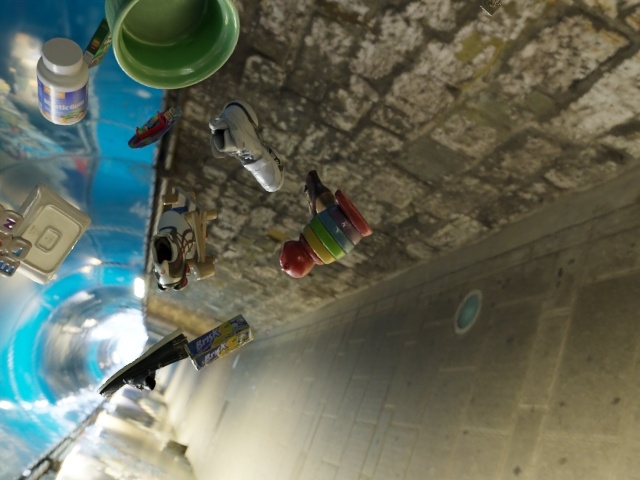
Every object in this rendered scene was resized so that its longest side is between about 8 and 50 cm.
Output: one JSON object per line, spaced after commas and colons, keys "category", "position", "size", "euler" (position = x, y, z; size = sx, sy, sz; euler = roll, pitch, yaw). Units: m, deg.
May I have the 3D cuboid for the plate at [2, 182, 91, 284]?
{"category": "plate", "position": [-0.889, -0.009, 2.064], "size": [0.277, 0.045, 0.278], "euler": [-58, -27, -12]}

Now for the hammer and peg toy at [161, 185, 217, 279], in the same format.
{"category": "hammer and peg toy", "position": [-0.445, -0.025, 2.262], "size": [0.361, 0.127, 0.265], "euler": [34, 125, 47]}

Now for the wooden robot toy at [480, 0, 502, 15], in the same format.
{"category": "wooden robot toy", "position": [0.292, -0.500, 1.210], "size": [0.076, 0.173, 0.079], "euler": [-23, 2, 6]}

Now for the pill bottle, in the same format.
{"category": "pill bottle", "position": [-0.808, -0.499, 2.005], "size": [0.272, 0.152, 0.152], "euler": [127, 164, -58]}

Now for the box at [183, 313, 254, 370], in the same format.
{"category": "box", "position": [-0.261, 0.261, 1.649], "size": [0.059, 0.169, 0.054], "euler": [48, 160, 41]}

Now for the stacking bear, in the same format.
{"category": "stacking bear", "position": [0.000, 0.000, 1.951], "size": [0.289, 0.164, 0.175], "euler": [-38, -8, 6]}

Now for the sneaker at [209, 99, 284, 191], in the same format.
{"category": "sneaker", "position": [-0.276, -0.314, 2.320], "size": [0.137, 0.365, 0.210], "euler": [-15, 21, 33]}

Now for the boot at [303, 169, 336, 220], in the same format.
{"category": "boot", "position": [-0.001, -0.084, 2.129], "size": [0.206, 0.090, 0.248], "euler": [-116, 26, -43]}

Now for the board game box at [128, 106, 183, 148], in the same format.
{"category": "board game box", "position": [-0.447, -0.308, 1.689], "size": [0.133, 0.033, 0.168], "euler": [4, 48, 38]}

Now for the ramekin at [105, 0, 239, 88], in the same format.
{"category": "ramekin", "position": [-0.358, -0.525, 1.516], "size": [0.148, 0.304, 0.303], "euler": [61, 138, 28]}

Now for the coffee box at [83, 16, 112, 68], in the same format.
{"category": "coffee box", "position": [-0.717, -0.652, 2.095], "size": [0.184, 0.040, 0.113], "euler": [-50, 13, 23]}

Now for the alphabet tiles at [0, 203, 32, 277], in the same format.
{"category": "alphabet tiles", "position": [-0.967, -0.011, 1.784], "size": [0.278, 0.284, 0.021], "euler": [-48, 24, 20]}

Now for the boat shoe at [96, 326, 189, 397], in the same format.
{"category": "boat shoe", "position": [-0.536, 0.407, 1.976], "size": [0.340, 0.113, 0.127], "euler": [-36, -1, 3]}

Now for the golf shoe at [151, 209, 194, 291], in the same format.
{"category": "golf shoe", "position": [-0.402, 0.006, 1.719], "size": [0.120, 0.105, 0.272], "euler": [78, 179, -51]}
